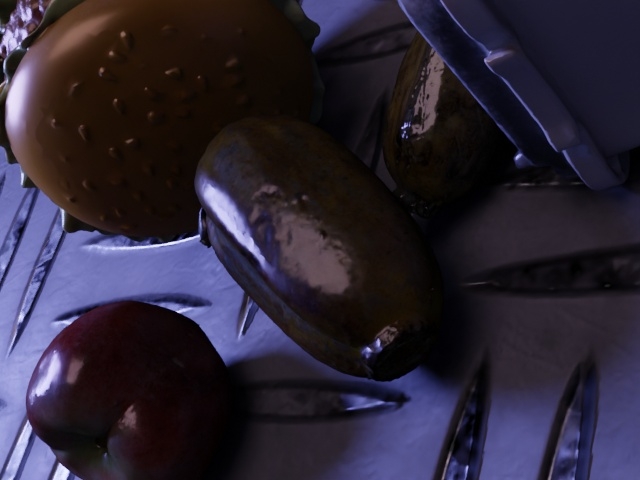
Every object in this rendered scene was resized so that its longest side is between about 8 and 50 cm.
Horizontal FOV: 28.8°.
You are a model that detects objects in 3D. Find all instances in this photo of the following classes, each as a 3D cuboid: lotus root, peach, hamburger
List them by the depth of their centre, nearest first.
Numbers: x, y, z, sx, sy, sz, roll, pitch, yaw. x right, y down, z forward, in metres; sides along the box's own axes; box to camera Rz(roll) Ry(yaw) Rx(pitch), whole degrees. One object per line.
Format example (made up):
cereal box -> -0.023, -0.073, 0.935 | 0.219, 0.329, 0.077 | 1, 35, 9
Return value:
lotus root -> 0.000, 0.000, 0.872 | 0.123, 0.124, 0.241 | -37, 55, -13
lotus root -> 0.096, -0.101, 0.895 | 0.089, 0.080, 0.179 | 2, 74, 69
peach -> -0.138, 0.113, 0.947 | 0.152, 0.152, 0.152 | -27, 45, 31
hamburger -> -0.132, -0.125, 1.010 | 0.274, 0.274, 0.212 | -44, 37, 13

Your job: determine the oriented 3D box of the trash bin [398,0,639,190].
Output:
trash bin -> 0.228, -0.221, 0.706 | 0.367, 0.296, 0.256 | -15, 51, 32
